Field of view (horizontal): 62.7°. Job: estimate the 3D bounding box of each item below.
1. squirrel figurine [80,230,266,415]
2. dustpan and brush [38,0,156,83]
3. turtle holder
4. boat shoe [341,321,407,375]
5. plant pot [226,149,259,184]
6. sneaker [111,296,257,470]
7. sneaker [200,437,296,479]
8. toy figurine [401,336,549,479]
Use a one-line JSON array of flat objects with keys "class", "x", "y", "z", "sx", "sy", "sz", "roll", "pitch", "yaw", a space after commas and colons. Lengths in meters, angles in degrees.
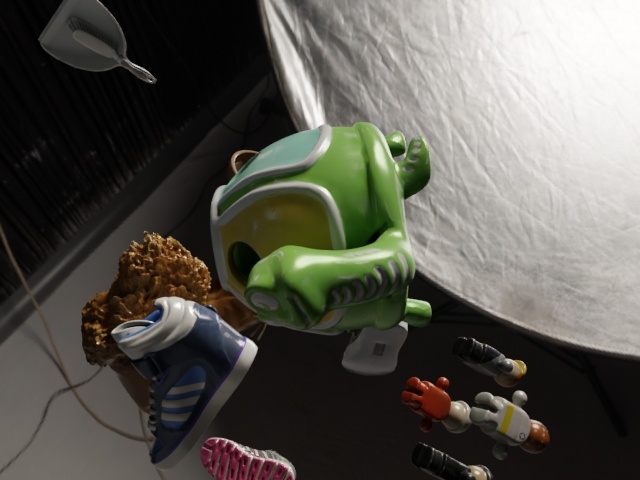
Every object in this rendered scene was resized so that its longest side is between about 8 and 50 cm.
[{"class": "squirrel figurine", "x": -0.281, "y": 0.158, "z": 1.130, "sx": 0.371, "sy": 0.397, "sz": 0.280, "roll": -27, "pitch": 56, "yaw": 3}, {"class": "dustpan and brush", "x": -0.426, "y": -0.382, "z": 1.055, "sx": 0.147, "sy": 0.211, "sz": 0.060, "roll": -42, "pitch": 53, "yaw": 20}, {"class": "turtle holder", "x": 0.000, "y": 0.009, "z": 0.586, "sx": 0.228, "sy": 0.243, "sz": 0.320, "roll": -5, "pitch": 45, "yaw": -1}, {"class": "boat shoe", "x": 0.111, "y": 0.185, "z": 1.070, "sx": 0.113, "sy": 0.306, "sz": 0.104, "roll": 9, "pitch": 56, "yaw": 5}, {"class": "plant pot", "x": -0.129, "y": -0.099, "z": 1.244, "sx": 0.238, "sy": 0.109, "sz": 0.237, "roll": 29, "pitch": 27, "yaw": -17}, {"class": "sneaker", "x": -0.294, "y": 0.250, "z": 0.969, "sx": 0.236, "sy": 0.322, "sz": 0.130, "roll": 34, "pitch": 13, "yaw": -12}, {"class": "sneaker", "x": -0.113, "y": 0.368, "z": 0.857, "sx": 0.171, "sy": 0.075, "sz": 0.063, "roll": 9, "pitch": 74, "yaw": 19}, {"class": "toy figurine", "x": 0.254, "y": 0.291, "z": 0.866, "sx": 0.148, "sy": 0.209, "sz": 0.213, "roll": 33, "pitch": 24, "yaw": -17}]
